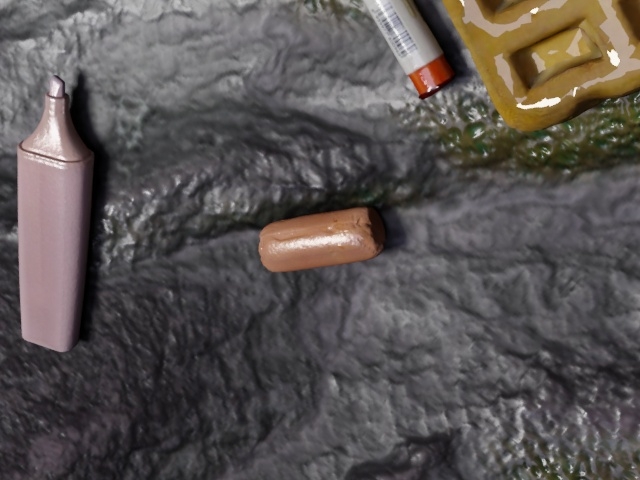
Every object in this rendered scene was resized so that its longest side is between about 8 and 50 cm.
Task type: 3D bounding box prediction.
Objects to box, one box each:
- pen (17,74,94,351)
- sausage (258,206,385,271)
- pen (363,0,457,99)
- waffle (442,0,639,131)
[{"bbox_3d":[-0.181,-0.018,0.881,0.053,0.032,0.197,17,117,18],"label":"pen"},{"bbox_3d":[0.000,0.000,0.806,0.083,0.034,0.034,-10,105,27],"label":"sausage"},{"bbox_3d":[0.008,-0.189,0.735,0.028,0.028,0.239,-27,97,29],"label":"pen"},{"bbox_3d":[0.193,-0.207,0.611,0.327,0.098,0.224,-23,100,30],"label":"waffle"}]
